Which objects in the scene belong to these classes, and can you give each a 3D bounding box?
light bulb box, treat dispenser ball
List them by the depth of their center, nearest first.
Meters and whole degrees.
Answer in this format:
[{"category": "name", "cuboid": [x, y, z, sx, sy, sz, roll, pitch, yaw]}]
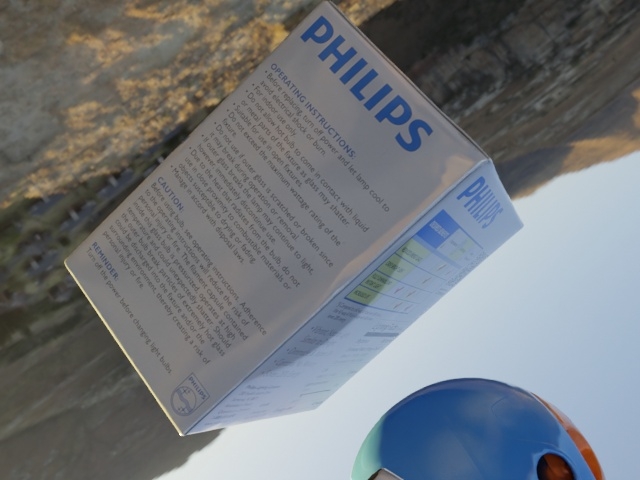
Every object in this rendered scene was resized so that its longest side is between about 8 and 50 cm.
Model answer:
[{"category": "light bulb box", "cuboid": [0.000, 0.000, 0.848, 0.361, 0.225, 0.358, -43, 161, 9]}, {"category": "treat dispenser ball", "cuboid": [0.173, 0.298, 0.869, 0.288, 0.288, 0.288, -37, 179, -1]}]

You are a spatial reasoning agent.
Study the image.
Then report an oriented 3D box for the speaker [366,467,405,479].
[{"category": "speaker", "cuboid": [0.074, 0.167, 0.371, 0.055, 0.136, 0.055, -44, 148, -36]}]
